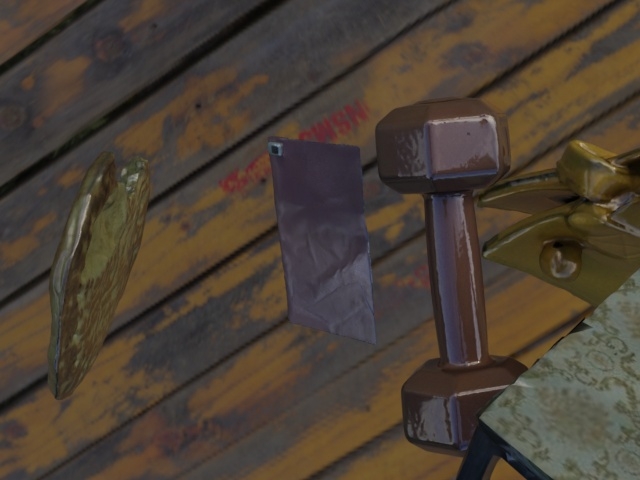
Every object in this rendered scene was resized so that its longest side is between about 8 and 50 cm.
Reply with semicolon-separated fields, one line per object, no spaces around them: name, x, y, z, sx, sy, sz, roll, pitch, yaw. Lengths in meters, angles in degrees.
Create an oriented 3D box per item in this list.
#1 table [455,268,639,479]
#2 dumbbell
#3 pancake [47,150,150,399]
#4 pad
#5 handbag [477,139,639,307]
table;0.244;0.219;0.596;0.335;0.222;0.272;39;141;24
dumbbell;0.089;0.022;0.723;0.082;0.092;0.231;-4;96;16
pancake;-0.183;0.026;0.915;0.029;0.235;0.212;14;87;1
pad;0.000;0.000;1.012;0.113;0.006;0.188;10;114;40
handbag;0.333;-0.014;0.787;0.283;0.401;0.133;20;70;-33
